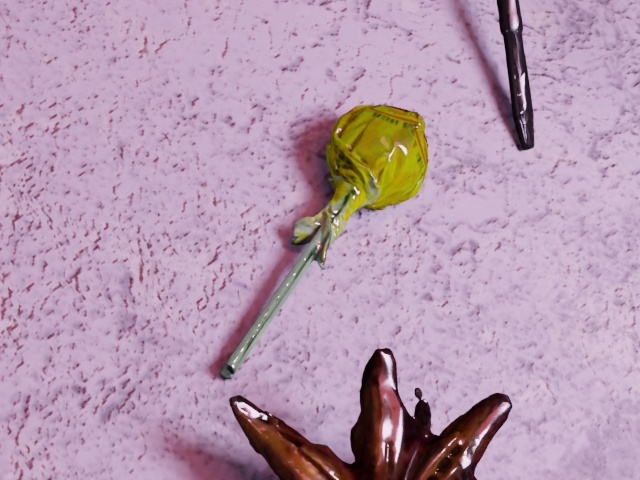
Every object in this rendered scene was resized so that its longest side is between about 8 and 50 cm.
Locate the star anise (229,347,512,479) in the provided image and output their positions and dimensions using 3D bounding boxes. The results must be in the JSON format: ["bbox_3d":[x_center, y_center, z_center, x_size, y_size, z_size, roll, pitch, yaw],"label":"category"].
[{"bbox_3d":[0.034,0.200,1.347,0.272,0.102,0.272,1,85,-7],"label":"star anise"}]

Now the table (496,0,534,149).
[{"bbox_3d":[0.264,-0.245,1.623,0.317,0.317,0.249,-21,88,-33],"label":"table"}]

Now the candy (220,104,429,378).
[{"bbox_3d":[-0.002,0.000,1.454,0.077,0.073,0.262,28,61,12],"label":"candy"}]
